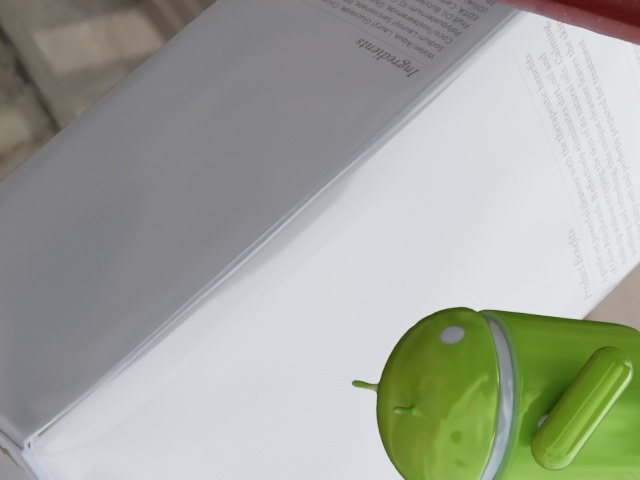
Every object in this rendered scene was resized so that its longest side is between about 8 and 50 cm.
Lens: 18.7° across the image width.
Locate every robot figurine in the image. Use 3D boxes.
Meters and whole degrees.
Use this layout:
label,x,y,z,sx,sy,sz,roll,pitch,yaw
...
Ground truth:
label,x,y,z,sx,sy,sz,roll,pitch,yaw
robot figurine,0.070,0.058,0.651,0.115,0.101,0.067,7,93,-19

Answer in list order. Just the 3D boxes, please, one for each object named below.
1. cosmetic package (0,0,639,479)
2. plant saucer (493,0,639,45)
label,x,y,z,sx,sy,sz,roll,pitch,yaw
cosmetic package,0.000,0.000,0.907,0.365,0.155,0.197,-40,135,-17
plant saucer,0.150,-0.168,0.505,0.047,0.259,0.258,-3,109,-39
